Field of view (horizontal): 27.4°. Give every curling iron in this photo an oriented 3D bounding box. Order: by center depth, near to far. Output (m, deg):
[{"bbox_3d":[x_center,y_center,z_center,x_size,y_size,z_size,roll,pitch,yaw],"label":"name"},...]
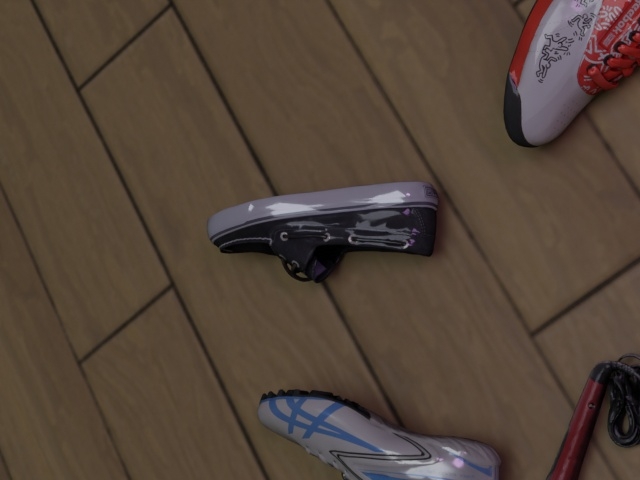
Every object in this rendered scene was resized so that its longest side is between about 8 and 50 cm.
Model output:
[{"bbox_3d":[0.197,0.217,1.045,0.068,0.035,0.274,30,100,30],"label":"curling iron"}]

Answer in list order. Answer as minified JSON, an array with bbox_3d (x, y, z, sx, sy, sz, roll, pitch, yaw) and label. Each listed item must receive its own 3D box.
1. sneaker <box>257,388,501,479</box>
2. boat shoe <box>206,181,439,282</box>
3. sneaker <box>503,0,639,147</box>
[{"bbox_3d":[0.039,0.184,1.115,0.237,0.085,0.086,15,81,32],"label":"sneaker"},{"bbox_3d":[0.000,0.000,1.173,0.228,0.080,0.076,-7,79,23],"label":"boat shoe"},{"bbox_3d":[0.256,-0.178,1.025,0.145,0.090,0.270,30,97,33],"label":"sneaker"}]
